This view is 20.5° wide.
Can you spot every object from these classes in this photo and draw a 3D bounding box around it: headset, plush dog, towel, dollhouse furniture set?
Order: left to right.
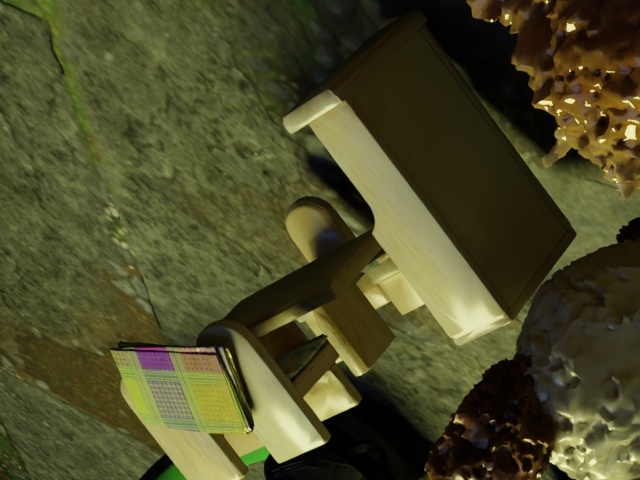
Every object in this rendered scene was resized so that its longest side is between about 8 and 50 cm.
[{"bbox_3d":[-0.077,0.083,1.004,0.083,0.009,0.060,-1,120,36],"label":"towel"},{"bbox_3d":[-0.002,0.220,1.391,0.394,0.243,0.185,-4,133,25],"label":"headset"},{"bbox_3d":[0.000,0.000,1.051,0.242,0.212,0.161,-29,102,42],"label":"dollhouse furniture set"},{"bbox_3d":[0.189,0.107,0.943,0.225,0.262,0.210,52,156,-10],"label":"plush dog"}]

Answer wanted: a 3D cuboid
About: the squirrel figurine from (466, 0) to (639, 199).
[{"bbox_3d":[0.158,-0.173,0.595,0.370,0.281,0.397,22,166,5],"label":"squirrel figurine"}]
